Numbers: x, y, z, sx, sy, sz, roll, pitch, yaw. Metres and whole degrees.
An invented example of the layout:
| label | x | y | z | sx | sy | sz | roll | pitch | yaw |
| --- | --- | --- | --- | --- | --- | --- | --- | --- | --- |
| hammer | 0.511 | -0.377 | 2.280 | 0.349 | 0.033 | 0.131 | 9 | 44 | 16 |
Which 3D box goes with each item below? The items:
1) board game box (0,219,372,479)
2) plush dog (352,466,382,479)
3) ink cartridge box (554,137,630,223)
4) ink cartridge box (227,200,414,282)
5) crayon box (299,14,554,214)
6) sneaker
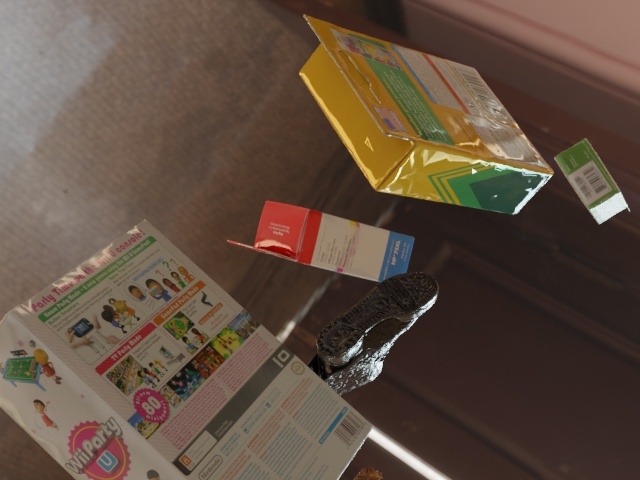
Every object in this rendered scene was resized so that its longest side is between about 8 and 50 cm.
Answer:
| label | x | y | z | sx | sy | sz | roll | pitch | yaw |
| --- | --- | --- | --- | --- | --- | --- | --- | --- | --- |
| board game box | -0.126 | 0.147 | 1.056 | 0.097 | 0.303 | 0.224 | -48 | 177 | 32 |
| plush dog | 0.081 | 0.449 | 1.551 | 0.210 | 0.225 | 0.262 | -47 | 169 | -19 |
| ink cartridge box | 0.465 | -0.094 | 1.986 | 0.062 | 0.109 | 0.209 | -33 | 163 | 13 |
| ink cartridge box | 0.000 | 0.000 | 1.670 | 0.231 | 0.134 | 0.078 | 15 | 89 | -31 |
| crayon box | 0.113 | -0.144 | 1.399 | 0.323 | 0.203 | 0.083 | 8 | 132 | -46 |
| sneaker | 0.047 | 0.103 | 1.182 | 0.170 | 0.051 | 0.089 | -31 | 145 | -17 |
